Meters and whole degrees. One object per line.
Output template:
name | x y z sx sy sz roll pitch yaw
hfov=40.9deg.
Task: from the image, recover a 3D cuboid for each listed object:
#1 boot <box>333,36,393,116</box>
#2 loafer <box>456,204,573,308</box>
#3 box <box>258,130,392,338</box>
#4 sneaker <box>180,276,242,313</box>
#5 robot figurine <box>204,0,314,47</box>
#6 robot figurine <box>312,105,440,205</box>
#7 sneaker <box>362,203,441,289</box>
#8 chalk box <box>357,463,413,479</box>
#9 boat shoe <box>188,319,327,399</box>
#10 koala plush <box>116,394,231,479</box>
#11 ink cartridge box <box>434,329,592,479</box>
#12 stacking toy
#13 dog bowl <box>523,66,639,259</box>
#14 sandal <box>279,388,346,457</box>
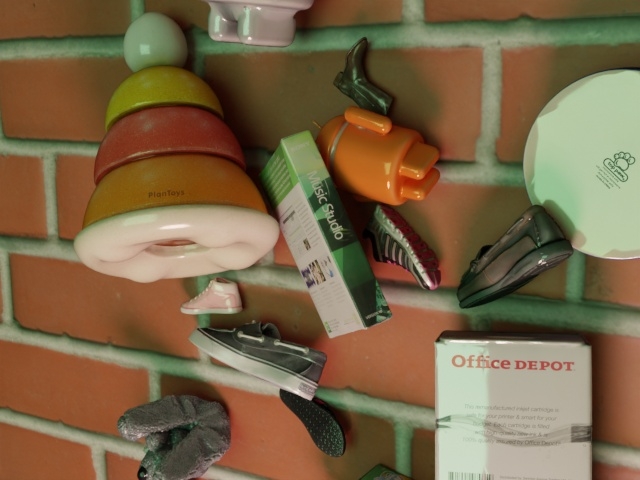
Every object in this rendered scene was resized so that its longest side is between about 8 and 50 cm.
boot | 0.085 -0.261 1.408 0.114 0.037 0.106 45 131 19
loafer | 0.279 0.028 1.282 0.084 0.096 0.267 70 155 14
box | 0.000 0.000 1.419 0.322 0.058 0.232 65 164 3
sneaker | -0.211 0.105 1.645 0.134 0.051 0.070 -3 96 27
robot figurine | -0.101 -0.494 1.377 0.300 0.199 0.354 16 108 35
robot figurine | 0.081 -0.130 1.384 0.219 0.158 0.128 19 87 26
sneaker | 0.130 0.022 1.423 0.075 0.063 0.170 -47 70 28
chalk box | 0.110 0.516 1.460 0.289 0.180 0.179 21 109 24
boat shoe | -0.116 0.198 1.583 0.301 0.108 0.102 15 74 40
koala plush | -0.287 0.427 1.700 0.196 0.203 0.221 50 141 23
ink cartridge box | 0.287 0.294 1.290 0.223 0.129 0.308 0 92 12
stacking toy | -0.265 -0.187 1.524 0.350 0.350 0.480 -16 73 32
dog bowl | 0.425 -0.108 1.200 0.264 0.104 0.265 6 103 29
sandal | -0.007 0.322 1.578 0.179 0.040 0.067 44 113 32
